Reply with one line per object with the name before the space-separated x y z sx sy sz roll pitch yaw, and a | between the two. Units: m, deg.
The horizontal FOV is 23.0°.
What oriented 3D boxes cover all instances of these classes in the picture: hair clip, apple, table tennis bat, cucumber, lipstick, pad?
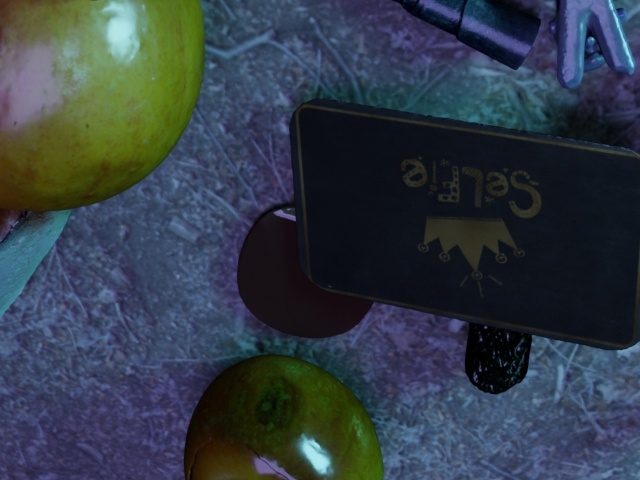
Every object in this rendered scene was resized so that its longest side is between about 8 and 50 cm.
hair clip | 0.238 -0.257 1.405 0.137 0.090 0.278 -10 123 6
apple | -0.253 -0.175 1.422 0.299 0.299 0.275 9 118 2
table tennis bat | 0.000 0.000 1.664 0.154 0.021 0.274 17 127 -3
apple | -0.041 0.249 1.729 0.237 0.207 0.237 4 123 6
cucumber | 0.187 0.026 1.621 0.072 0.072 0.300 3 126 7
lipstick | 0.092 -0.235 1.469 0.234 0.053 0.053 26 125 -6
pad | 0.134 -0.026 1.523 0.375 0.063 0.315 10 127 19

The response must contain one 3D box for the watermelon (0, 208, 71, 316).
watermelon | -0.416 -0.016 1.599 0.289 0.213 0.320 39 133 -16
